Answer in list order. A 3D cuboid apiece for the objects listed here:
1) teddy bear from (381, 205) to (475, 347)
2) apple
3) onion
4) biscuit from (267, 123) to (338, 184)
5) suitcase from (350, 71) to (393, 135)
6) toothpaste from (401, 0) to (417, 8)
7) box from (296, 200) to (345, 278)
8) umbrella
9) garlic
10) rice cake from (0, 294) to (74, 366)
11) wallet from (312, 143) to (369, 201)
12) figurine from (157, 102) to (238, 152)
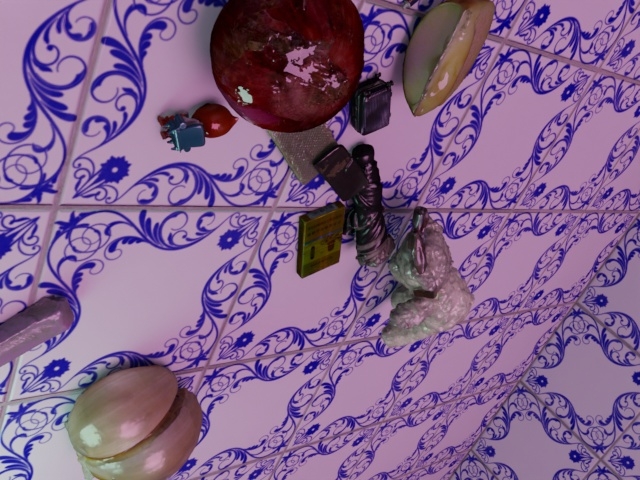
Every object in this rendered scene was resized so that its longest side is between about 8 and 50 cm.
[{"bbox_3d":[0.235,0.097,1.895,0.362,0.375,0.328,40,53,-28],"label":"teddy bear"},{"bbox_3d":[0.273,-0.412,1.496,0.193,0.120,0.265,-20,143,-49],"label":"apple"},{"bbox_3d":[-0.051,-0.313,1.168,0.276,0.276,0.276,-26,141,-23],"label":"onion"},{"bbox_3d":[-0.032,-0.212,1.467,0.121,0.040,0.199,-39,145,-3],"label":"biscuit"},{"bbox_3d":[0.110,-0.295,1.501,0.086,0.059,0.126,-26,141,-21],"label":"suitcase"},{"bbox_3d":[0.198,-0.505,1.410,0.083,0.019,0.027,-43,120,-3],"label":"toothpaste"},{"bbox_3d":[0.000,0.000,1.718,0.121,0.030,0.193,-22,140,-27],"label":"box"},{"bbox_3d":[0.114,-0.088,1.704,0.113,0.106,0.358,-36,137,-26],"label":"umbrella"},{"bbox_3d":[-0.432,0.435,1.624,0.313,0.286,0.249,-21,-177,-19],"label":"garlic"},{"bbox_3d":[-0.641,0.221,1.307,0.364,0.056,0.073,-32,141,-17],"label":"rice cake"},{"bbox_3d":[0.049,-0.151,1.538,0.082,0.018,0.157,-35,138,5],"label":"wallet"},{"bbox_3d":[-0.220,-0.212,1.257,0.140,0.075,0.068,-22,139,-24],"label":"figurine"}]
